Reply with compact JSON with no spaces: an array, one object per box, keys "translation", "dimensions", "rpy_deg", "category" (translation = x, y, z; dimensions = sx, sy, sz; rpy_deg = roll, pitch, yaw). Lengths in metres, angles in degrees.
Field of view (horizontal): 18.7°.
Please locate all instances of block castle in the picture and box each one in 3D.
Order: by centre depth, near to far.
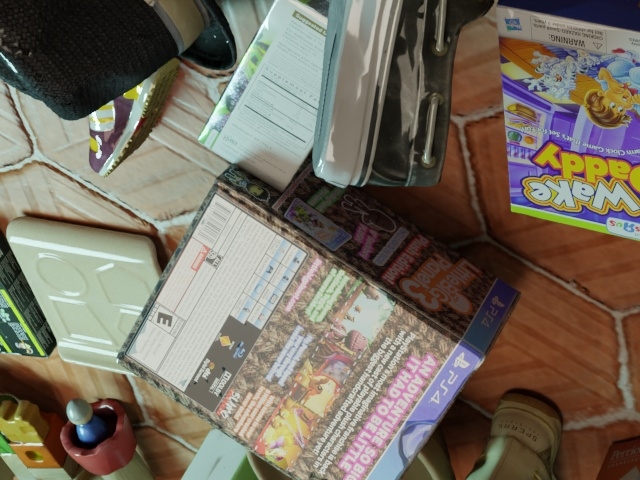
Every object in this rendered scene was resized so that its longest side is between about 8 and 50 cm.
[{"translation":[-0.442,0.336,2.349],"dimensions":[0.453,0.303,0.213],"rpy_deg":[-4,136,25],"category":"block castle"}]

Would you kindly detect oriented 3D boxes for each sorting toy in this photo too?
[{"translation":[-0.234,0.063,2.138],"dimensions":[0.193,0.038,0.208],"rpy_deg":[9,135,26],"category":"sorting toy"}]

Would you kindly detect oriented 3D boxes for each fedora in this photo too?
[{"translation":[-0.230,-0.205,1.613],"dimensions":[0.334,0.152,0.334],"rpy_deg":[37,172,6],"category":"fedora"}]

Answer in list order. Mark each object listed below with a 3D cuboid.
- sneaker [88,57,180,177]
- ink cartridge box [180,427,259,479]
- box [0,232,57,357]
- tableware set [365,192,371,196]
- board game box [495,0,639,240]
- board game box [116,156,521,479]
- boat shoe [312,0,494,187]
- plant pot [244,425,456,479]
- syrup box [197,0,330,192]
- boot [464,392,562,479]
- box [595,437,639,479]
[{"translation":[-0.197,-0.137,1.848],"dimensions":[0.084,0.069,0.185],"rpy_deg":[38,138,3],"category":"sneaker"},{"translation":[-0.022,0.395,2.237],"dimensions":[0.119,0.207,0.353],"rpy_deg":[-17,123,47],"category":"ink cartridge box"},{"translation":[-0.414,0.052,2.239],"dimensions":[0.184,0.045,0.190],"rpy_deg":[1,134,31],"category":"box"},{"translation":[0.000,0.000,1.908],"dimensions":[0.169,0.020,0.141],"rpy_deg":[10,141,25],"category":"tableware set"},{"translation":[0.319,-0.091,1.526],"dimensions":[0.347,0.078,0.233],"rpy_deg":[13,141,21],"category":"board game box"},{"translation":[-0.003,0.081,1.819],"dimensions":[0.291,0.141,0.232],"rpy_deg":[34,120,3],"category":"board game box"},{"translation":[0.074,-0.198,1.493],"dimensions":[0.119,0.121,0.335],"rpy_deg":[5,116,-11],"category":"boat shoe"},{"translation":[0.046,0.212,2.047],"dimensions":[0.237,0.110,0.237],"rpy_deg":[18,137,17],"category":"plant pot"},{"translation":[-0.015,-0.152,1.671],"dimensions":[0.096,0.093,0.237],"rpy_deg":[32,144,-2],"category":"syrup box"},{"translation":[0.180,0.308,1.995],"dimensions":[0.095,0.203,0.262],"rpy_deg":[18,142,17],"category":"boot"},{"translation":[0.341,0.354,1.817],"dimensions":[0.168,0.345,0.215],"rpy_deg":[45,141,-19],"category":"box"}]
